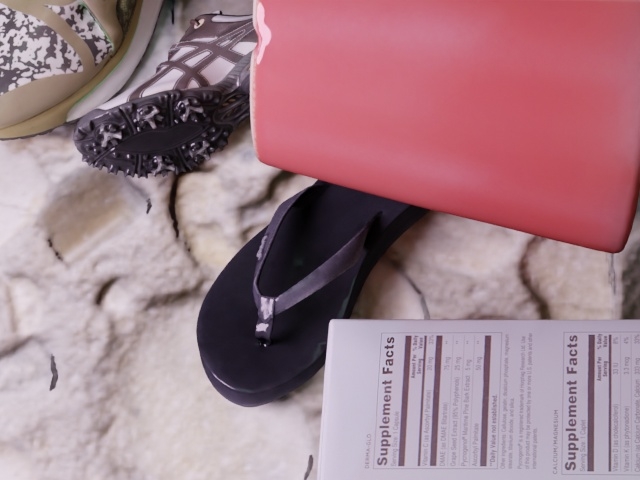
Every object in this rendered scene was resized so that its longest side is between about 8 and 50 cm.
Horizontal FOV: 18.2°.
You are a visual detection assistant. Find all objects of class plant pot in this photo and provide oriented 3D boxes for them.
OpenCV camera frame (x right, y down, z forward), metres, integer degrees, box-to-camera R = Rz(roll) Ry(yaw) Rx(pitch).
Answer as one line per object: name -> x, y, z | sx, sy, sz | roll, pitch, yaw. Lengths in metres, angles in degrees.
plant pot -> 0.086, -0.136, 1.282 | 0.243, 0.275, 0.275 | 4, 61, 4

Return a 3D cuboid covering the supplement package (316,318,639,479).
supplement package -> 0.140, 0.173, 1.150 | 0.263, 0.199, 0.198 | -1, 61, 9

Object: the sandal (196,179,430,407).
sandal -> 0.000, -0.001, 1.358 | 0.097, 0.054, 0.254 | 28, 69, 23

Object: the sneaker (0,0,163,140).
sneaker -> -0.168, -0.257, 1.459 | 0.158, 0.182, 0.410 | 26, 68, 22

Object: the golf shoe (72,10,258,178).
golf shoe -> -0.088, -0.111, 1.433 | 0.198, 0.077, 0.094 | -19, 49, -10
